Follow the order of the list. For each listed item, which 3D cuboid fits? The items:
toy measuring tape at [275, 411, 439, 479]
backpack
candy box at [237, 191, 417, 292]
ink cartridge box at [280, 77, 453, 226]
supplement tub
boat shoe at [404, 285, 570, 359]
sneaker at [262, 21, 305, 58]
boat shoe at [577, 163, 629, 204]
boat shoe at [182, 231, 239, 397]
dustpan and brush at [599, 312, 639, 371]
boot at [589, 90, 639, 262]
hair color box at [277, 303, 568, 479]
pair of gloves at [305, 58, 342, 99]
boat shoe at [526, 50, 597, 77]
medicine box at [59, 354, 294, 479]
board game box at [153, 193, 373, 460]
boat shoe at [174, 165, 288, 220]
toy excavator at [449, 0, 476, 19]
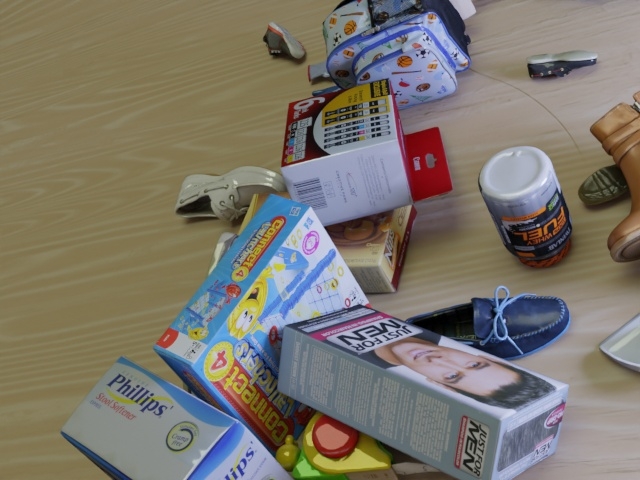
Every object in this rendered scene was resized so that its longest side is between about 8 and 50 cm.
[{"bbox_3d":[0.093,0.294,1.425,0.330,0.121,0.121,-8,48,13],"label":"toy measuring tape"},{"bbox_3d":[0.142,-0.378,1.912,0.264,0.276,0.213,-11,60,27],"label":"backpack"},{"bbox_3d":[0.000,0.000,1.753,0.317,0.087,0.182,-3,50,29],"label":"candy box"},{"bbox_3d":[0.081,-0.169,1.726,0.272,0.130,0.309,-13,28,8],"label":"ink cartridge box"},{"bbox_3d":[0.329,-0.048,1.530,0.117,0.190,0.117,-17,45,18],"label":"supplement tub"},{"bbox_3d":[0.250,0.136,1.483,0.258,0.089,0.109,-19,45,15],"label":"boat shoe"},{"bbox_3d":[-0.088,-0.449,2.248,0.065,0.061,0.158,-54,39,17],"label":"sneaker"},{"bbox_3d":[0.496,-0.105,1.597,0.153,0.048,0.056,-36,71,6],"label":"boat shoe"},{"bbox_3d":[-0.155,0.140,1.661,0.103,0.113,0.302,13,87,12],"label":"boat shoe"},{"bbox_3d":[0.501,0.151,1.344,0.147,0.060,0.211,-37,43,-4],"label":"dustpan and brush"},{"bbox_3d":[0.496,-0.111,1.498,0.283,0.109,0.220,-36,66,-10],"label":"boot"},{"bbox_3d":[0.138,0.211,1.386,0.375,0.113,0.185,20,20,37],"label":"hair color box"},{"bbox_3d":[0.039,-0.339,2.084,0.159,0.023,0.198,-13,49,19],"label":"pair of gloves"},{"bbox_3d":[0.456,-0.332,1.824,0.133,0.042,0.049,-2,26,28],"label":"boat shoe"},{"bbox_3d":[-0.186,0.337,1.408,0.264,0.289,0.149,19,63,40],"label":"medicine box"},{"bbox_3d":[-0.071,0.142,1.506,0.086,0.308,0.302,18,63,38],"label":"board game box"},{"bbox_3d":[-0.179,-0.080,1.929,0.277,0.098,0.096,-5,49,39],"label":"boat shoe"},{"bbox_3d":[0.473,-0.602,1.957,0.445,0.222,0.433,11,55,48],"label":"toy excavator"}]
